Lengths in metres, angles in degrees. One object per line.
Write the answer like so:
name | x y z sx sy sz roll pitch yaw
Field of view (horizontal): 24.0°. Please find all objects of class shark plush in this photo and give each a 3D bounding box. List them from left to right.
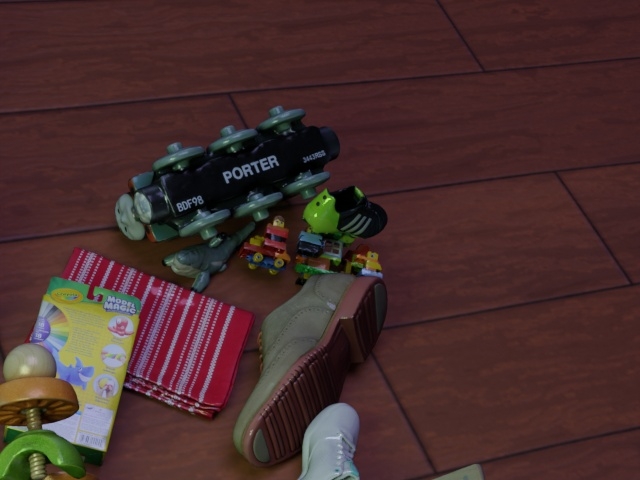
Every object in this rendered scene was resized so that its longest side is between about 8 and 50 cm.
shark plush | -0.145 0.017 2.117 0.161 0.067 0.073 -17 56 -34

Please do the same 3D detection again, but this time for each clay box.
clay box | -0.308 0.161 1.892 0.127 0.053 0.222 15 56 -7

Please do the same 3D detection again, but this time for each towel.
towel | -0.234 0.119 2.011 0.274 0.031 0.199 21 43 -1

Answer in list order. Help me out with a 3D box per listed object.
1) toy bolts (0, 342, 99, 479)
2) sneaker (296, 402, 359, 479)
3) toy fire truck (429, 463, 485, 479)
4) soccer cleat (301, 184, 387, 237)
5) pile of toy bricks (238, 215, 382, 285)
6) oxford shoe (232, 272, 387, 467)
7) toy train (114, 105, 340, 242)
toy bolts | -0.374 0.227 1.736 0.228 0.218 0.159 -12 65 4
sneaker | 0.018 0.287 1.887 0.080 0.094 0.212 47 46 -21
toy fire truck | 0.104 0.384 1.728 0.158 0.246 0.217 -8 51 -27
soccer cleat | 0.048 -0.042 2.102 0.179 0.072 0.060 -2 49 -53
pile of toy bricks | 0.000 0.000 2.146 0.212 0.118 0.105 15 62 -14
oxford shoe | -0.037 0.168 2.007 0.130 0.123 0.348 11 39 28
toy train | -0.132 -0.082 2.139 0.334 0.190 0.142 -22 88 -31
